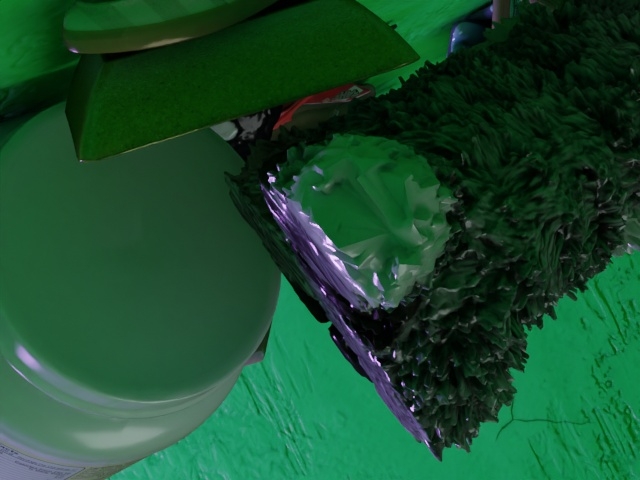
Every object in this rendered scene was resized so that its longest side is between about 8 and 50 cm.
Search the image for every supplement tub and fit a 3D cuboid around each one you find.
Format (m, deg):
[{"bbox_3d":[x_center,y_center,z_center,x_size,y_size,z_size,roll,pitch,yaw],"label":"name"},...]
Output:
[{"bbox_3d":[-0.185,0.050,1.302,0.235,0.235,0.325,-23,174,-33],"label":"supplement tub"}]

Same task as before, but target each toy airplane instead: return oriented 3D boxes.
[{"bbox_3d":[-0.027,-0.111,1.627,0.151,0.028,0.151,-25,177,-2],"label":"toy airplane"}]

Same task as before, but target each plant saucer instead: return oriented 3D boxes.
[{"bbox_3d":[-0.056,-0.106,1.087,0.188,0.045,0.188,-18,-165,-6],"label":"plant saucer"}]

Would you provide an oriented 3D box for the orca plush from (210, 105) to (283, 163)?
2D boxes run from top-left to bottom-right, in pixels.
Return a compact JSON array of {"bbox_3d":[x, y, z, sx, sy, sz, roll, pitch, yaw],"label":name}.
[{"bbox_3d":[-0.109,-0.044,1.474,0.287,0.102,0.151,-29,174,38],"label":"orca plush"}]

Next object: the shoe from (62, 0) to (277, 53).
[{"bbox_3d":[-0.038,-0.152,1.027,0.219,0.058,0.076,-20,-165,-17],"label":"shoe"}]

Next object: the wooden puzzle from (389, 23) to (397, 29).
[{"bbox_3d":[0.021,-0.154,1.538,0.083,0.006,0.049,-22,174,-39],"label":"wooden puzzle"}]

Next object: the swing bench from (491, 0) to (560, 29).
[{"bbox_3d":[0.278,-0.142,1.408,0.253,0.165,0.255,-20,-150,-37],"label":"swing bench"}]

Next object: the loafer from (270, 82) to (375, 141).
[{"bbox_3d":[-0.004,-0.099,1.739,0.148,0.050,0.056,-23,175,-27],"label":"loafer"}]

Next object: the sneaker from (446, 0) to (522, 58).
[{"bbox_3d":[0.162,-0.169,1.721,0.122,0.110,0.283,-6,167,-14],"label":"sneaker"}]

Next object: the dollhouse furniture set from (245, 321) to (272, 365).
[{"bbox_3d":[0.000,0.000,1.814,0.242,0.161,0.212,-17,-164,9],"label":"dollhouse furniture set"}]

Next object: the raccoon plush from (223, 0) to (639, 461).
[{"bbox_3d":[0.133,-0.039,1.065,0.299,0.216,0.446,-37,-174,-5],"label":"raccoon plush"}]
